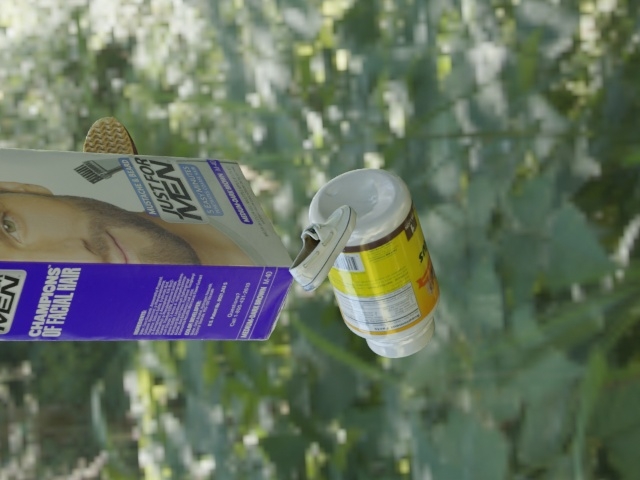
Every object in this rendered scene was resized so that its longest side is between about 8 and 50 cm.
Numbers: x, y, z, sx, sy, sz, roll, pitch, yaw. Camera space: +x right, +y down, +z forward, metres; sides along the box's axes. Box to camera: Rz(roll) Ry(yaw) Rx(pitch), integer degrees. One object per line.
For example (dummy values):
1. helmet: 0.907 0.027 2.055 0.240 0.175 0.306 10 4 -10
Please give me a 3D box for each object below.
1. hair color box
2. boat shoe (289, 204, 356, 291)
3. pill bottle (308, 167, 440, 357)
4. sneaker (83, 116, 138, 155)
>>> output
1. hair color box: -0.215 0.004 1.778 0.185 0.339 0.110 59 138 43
2. boat shoe: 0.000 0.000 1.629 0.035 0.035 0.100 -20 33 51
3. pill bottle: 0.067 0.031 2.015 0.117 0.117 0.215 -97 -10 -48
4. sneaker: -0.242 -0.059 2.206 0.084 0.069 0.185 45 -150 -80
